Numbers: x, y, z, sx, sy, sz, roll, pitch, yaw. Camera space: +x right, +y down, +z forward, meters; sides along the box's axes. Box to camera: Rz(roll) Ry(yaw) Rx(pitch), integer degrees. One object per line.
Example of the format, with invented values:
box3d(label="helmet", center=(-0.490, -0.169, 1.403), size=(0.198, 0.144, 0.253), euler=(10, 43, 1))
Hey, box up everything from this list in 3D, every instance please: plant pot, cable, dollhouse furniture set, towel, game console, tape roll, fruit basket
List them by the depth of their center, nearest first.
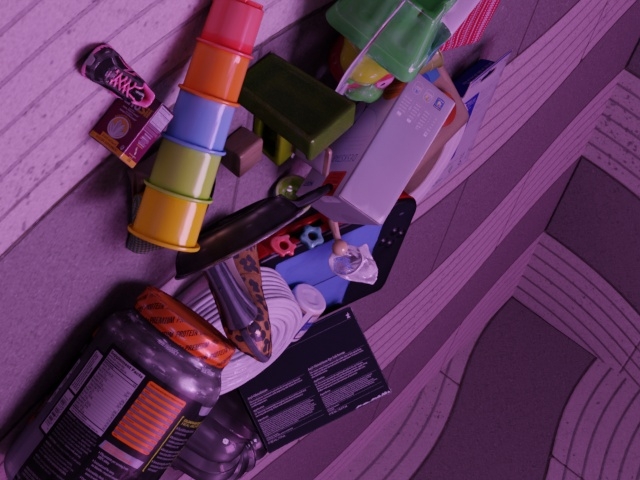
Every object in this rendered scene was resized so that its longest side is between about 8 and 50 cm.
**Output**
box3d(label="dollhouse furniture set", center=(-0.112, -0.084, 1.604), size=(0.301, 0.151, 0.197), euler=(-43, 159, -29))
box3d(label="fruit basket", center=(0.106, -0.300, 1.723), size=(0.327, 0.165, 0.353), euler=(-52, 175, -36))
box3d(label="plant pot", center=(0.148, -0.299, 1.930), size=(0.079, 0.083, 0.083), euler=(-40, 160, -12))
box3d(label="cable", center=(-0.152, 0.156, 1.937), size=(0.257, 0.089, 0.257), euler=(-25, 151, -20))
box3d(label="game console", center=(-0.011, 0.064, 2.113), size=(0.387, 0.060, 0.342), euler=(-23, 149, -25))
box3d(label="towel", center=(0.274, -0.430, 2.119), size=(0.275, 0.031, 0.198), euler=(-26, 149, -55))
box3d(label="tape roll", center=(0.158, -0.166, 2.209), size=(0.286, 0.100, 0.286), euler=(-47, 162, -21))

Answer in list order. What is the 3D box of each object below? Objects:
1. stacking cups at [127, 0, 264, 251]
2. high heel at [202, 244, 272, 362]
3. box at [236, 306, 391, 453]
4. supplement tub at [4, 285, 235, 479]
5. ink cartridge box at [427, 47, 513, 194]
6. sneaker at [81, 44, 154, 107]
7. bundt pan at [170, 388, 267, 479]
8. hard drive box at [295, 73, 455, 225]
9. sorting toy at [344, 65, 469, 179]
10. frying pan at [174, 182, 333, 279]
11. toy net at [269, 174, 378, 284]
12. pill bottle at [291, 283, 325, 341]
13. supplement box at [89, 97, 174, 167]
box3d(label="stacking cups", center=(-0.146, -0.146, 1.420), size=(0.096, 0.096, 0.316), euler=(-6, 117, -66))
box3d(label="high heel", center=(-0.118, 0.076, 1.785), size=(0.093, 0.186, 0.261), euler=(-24, -169, 10))
box3d(label="box", center=(-0.025, 0.264, 2.215), size=(0.261, 0.184, 0.103), euler=(-25, 179, -9))
box3d(label="supplement tub", center=(-0.287, 0.248, 1.696), size=(0.338, 0.207, 0.207), euler=(-53, 162, 0))
box3d(label="ink cartridge box", center=(0.288, -0.258, 2.418), size=(0.165, 0.065, 0.332), euler=(-39, 159, -37))
box3d(label="sneaker", center=(-0.223, -0.180, 1.305), size=(0.047, 0.057, 0.119), euler=(-53, 161, 3))
box3d(label="bundt pan", center=(-0.161, 0.373, 2.381), size=(0.331, 0.124, 0.331), euler=(-47, 162, -21))
box3d(label="hard drive box", center=(0.084, -0.143, 1.833), size=(0.232, 0.089, 0.181), euler=(-60, -159, -10))
box3d(label="sorting toy", center=(0.127, -0.200, 1.988), size=(0.307, 0.041, 0.229), euler=(-45, 124, -23))
box3d(label="frying pan", center=(-0.068, -0.036, 1.595), size=(0.326, 0.053, 0.197), euler=(-33, -171, -29))
box3d(label="toy net", center=(0.000, 0.000, 1.926), size=(0.122, 0.232, 0.045), euler=(-52, -177, -27))
box3d(label="pill bottle", center=(-0.048, 0.138, 2.064), size=(0.120, 0.067, 0.067), euler=(-50, 166, 32))
box3d(label="supplement box", center=(-0.224, -0.138, 1.382), size=(0.083, 0.055, 0.043), euler=(-53, 160, -4))
